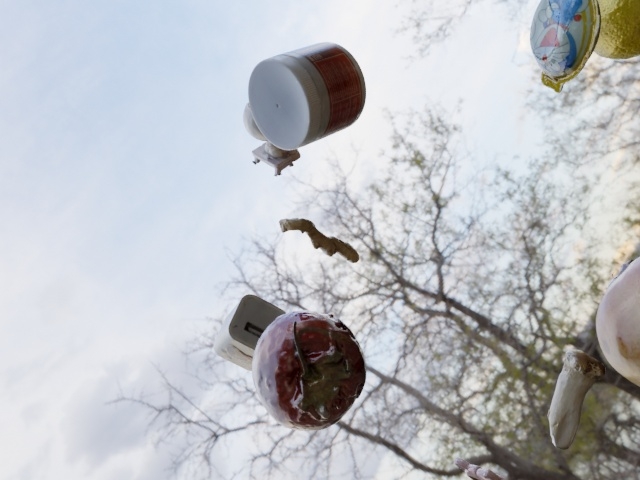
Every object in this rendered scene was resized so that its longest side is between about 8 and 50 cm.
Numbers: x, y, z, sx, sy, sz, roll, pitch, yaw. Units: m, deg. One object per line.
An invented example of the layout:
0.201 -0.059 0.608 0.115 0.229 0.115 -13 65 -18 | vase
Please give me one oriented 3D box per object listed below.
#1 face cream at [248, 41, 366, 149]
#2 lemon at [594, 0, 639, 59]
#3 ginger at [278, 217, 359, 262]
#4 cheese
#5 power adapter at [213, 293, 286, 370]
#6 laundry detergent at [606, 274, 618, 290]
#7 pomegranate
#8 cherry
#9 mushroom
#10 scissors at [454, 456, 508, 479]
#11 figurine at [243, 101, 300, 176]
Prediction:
-0.028 -0.320 1.384 0.187 0.201 0.201 -30 -41 -38 | face cream
0.621 -0.455 1.267 0.178 0.178 0.203 -42 -8 -30 | lemon
0.000 0.000 1.974 0.075 0.288 0.089 -36 36 49 | ginger
0.396 -0.374 1.000 0.069 0.177 0.271 -4 -58 -12 | cheese
-0.177 0.235 1.510 0.205 0.130 0.125 -50 15 54 | power adapter
0.781 0.148 1.593 0.063 0.137 0.211 125 164 -49 | laundry detergent
0.759 0.156 1.360 0.338 0.338 0.338 -38 -36 -35 | pomegranate
-0.033 0.211 1.044 0.175 0.249 0.192 -28 -85 -33 | cherry
0.539 0.340 1.346 0.071 0.084 0.209 -110 36 -82 | mushroom
0.382 0.494 1.155 0.317 0.160 0.024 39 -109 -16 | scissors
-0.157 -0.323 1.837 0.144 0.182 0.257 -26 -43 -6 | figurine
